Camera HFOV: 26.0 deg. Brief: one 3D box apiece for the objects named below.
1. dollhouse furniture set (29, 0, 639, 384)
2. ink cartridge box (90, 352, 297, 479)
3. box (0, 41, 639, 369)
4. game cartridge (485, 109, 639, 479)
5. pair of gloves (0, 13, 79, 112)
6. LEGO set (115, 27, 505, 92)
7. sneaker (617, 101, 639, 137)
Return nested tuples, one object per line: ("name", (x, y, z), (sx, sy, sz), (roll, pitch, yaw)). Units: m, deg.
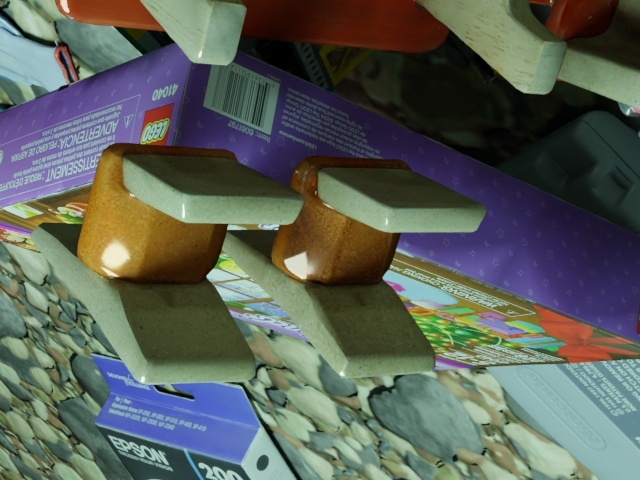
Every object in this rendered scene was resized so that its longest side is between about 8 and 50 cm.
("dollhouse furniture set", (0.036, -0.102, 0.466), (0.135, 0.259, 0.262), (41, 122, 46))
("ink cartridge box", (-0.110, 0.202, 1.269), (0.206, 0.045, 0.208), (6, 134, 42))
("box", (0.000, 0.000, 0.664), (0.293, 0.057, 0.201), (21, 162, -34))
("game cartridge", (0.188, 0.068, 0.791), (0.294, 0.060, 0.196), (45, 144, -9))
("pair of gloves", (-0.233, -0.107, 1.026), (0.159, 0.023, 0.198), (22, 145, 25))
("LEGO set", (-0.042, -0.197, 0.601), (0.255, 0.192, 0.331), (44, 173, 30))
("sneaker", (0.263, -0.027, 0.537), (0.299, 0.121, 0.112), (31, 130, 5))
